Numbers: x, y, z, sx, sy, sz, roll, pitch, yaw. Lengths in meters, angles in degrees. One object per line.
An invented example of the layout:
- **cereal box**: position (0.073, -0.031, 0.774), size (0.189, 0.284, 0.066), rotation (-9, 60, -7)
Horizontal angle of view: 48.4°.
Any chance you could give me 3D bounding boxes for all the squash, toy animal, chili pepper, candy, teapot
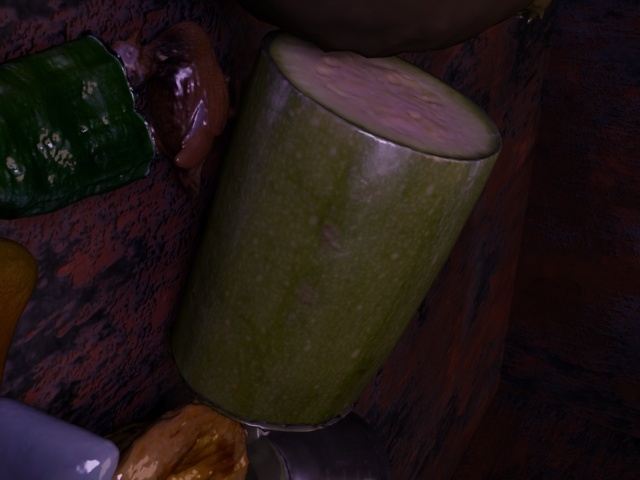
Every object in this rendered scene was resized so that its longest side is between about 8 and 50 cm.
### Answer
- **squash**: position (0.000, 0.000, 0.780), size (0.263, 0.263, 0.384), rotation (-32, 151, -54)
- **toy animal**: position (-0.148, -0.129, 0.729), size (0.179, 0.089, 0.188), rotation (-16, 119, -55)
- **chili pepper**: position (-0.247, -0.063, 0.547), size (0.270, 0.099, 0.136), rotation (-41, 141, -49)
- **candy**: position (-0.270, 0.245, 0.645), size (0.071, 0.138, 0.174), rotation (53, 56, -76)
- **teapot**: position (-0.031, 0.323, 1.062), size (0.239, 0.240, 0.321), rotation (24, 88, -51)

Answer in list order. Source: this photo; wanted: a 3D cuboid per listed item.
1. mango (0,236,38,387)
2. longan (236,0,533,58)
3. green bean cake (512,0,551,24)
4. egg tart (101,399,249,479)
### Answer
- **mango**: position (-0.298, 0.093, 0.547), size (0.136, 0.099, 0.227), rotation (58, 45, -51)
- **longan**: position (0.062, -0.368, 0.627), size (0.436, 0.404, 0.403), rotation (-40, 141, -25)
- **green bean cake**: position (0.149, -0.360, 0.914), size (0.202, 0.310, 0.284), rotation (24, 81, -66)
- **egg tart**: position (-0.211, 0.326, 0.818), size (0.341, 0.129, 0.341), rotation (-44, 142, -48)
